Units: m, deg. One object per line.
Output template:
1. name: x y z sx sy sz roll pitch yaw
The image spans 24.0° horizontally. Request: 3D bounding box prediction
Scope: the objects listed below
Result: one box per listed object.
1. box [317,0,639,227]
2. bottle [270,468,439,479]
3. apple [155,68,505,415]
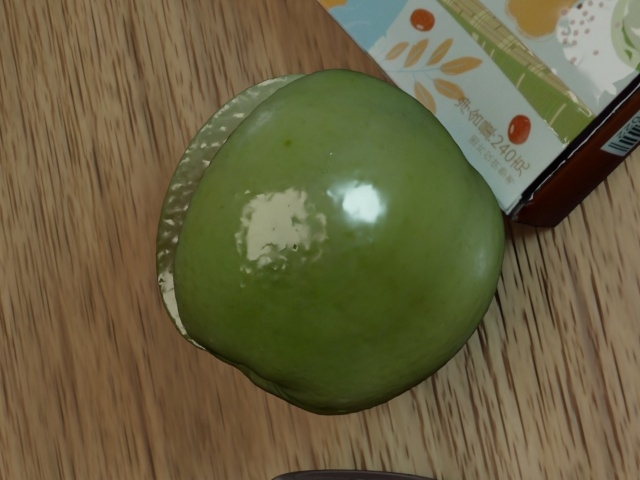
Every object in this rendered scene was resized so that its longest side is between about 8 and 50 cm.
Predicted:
1. box: 0.181 -0.266 1.298 0.344 0.122 0.385 -46 68 18
2. bottle: 0.023 0.355 1.325 0.206 0.173 0.296 -1 88 59
3. apple: 0.000 0.000 1.229 0.292 0.292 0.254 29 82 26
